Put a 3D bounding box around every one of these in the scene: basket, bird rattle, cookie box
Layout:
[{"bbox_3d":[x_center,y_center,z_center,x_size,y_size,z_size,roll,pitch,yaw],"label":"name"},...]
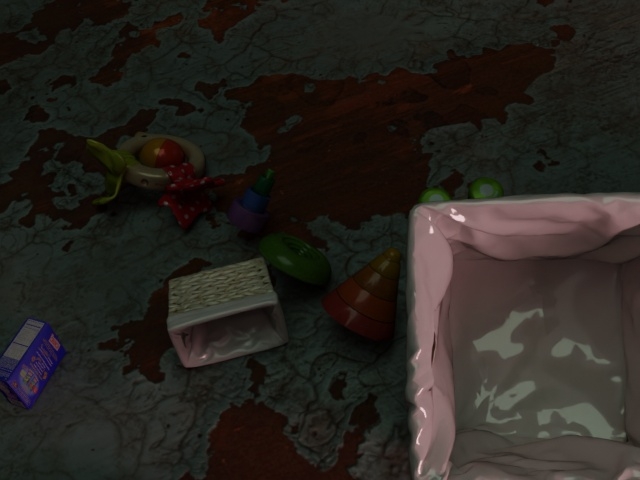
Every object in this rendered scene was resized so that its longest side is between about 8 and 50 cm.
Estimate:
[{"bbox_3d":[0.270,0.129,0.953,0.331,0.266,0.328,-1,80,8],"label":"basket"},{"bbox_3d":[-0.287,-0.136,1.414,0.253,0.143,0.207,5,36,9],"label":"bird rattle"},{"bbox_3d":[-0.440,0.185,1.193,0.040,0.092,0.107,15,54,16],"label":"cookie box"},{"bbox_3d":[-0.143,0.107,1.197,0.167,0.113,0.103,-14,48,-3],"label":"basket"}]

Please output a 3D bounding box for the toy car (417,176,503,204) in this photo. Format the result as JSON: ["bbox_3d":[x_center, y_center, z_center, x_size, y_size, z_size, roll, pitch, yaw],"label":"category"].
[{"bbox_3d":[0.225,0.028,1.190,0.149,0.155,0.188,-12,63,-1],"label":"toy car"}]

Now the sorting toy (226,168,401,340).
[{"bbox_3d":[0.000,0.000,1.222,0.365,0.127,0.126,39,109,32],"label":"sorting toy"}]
